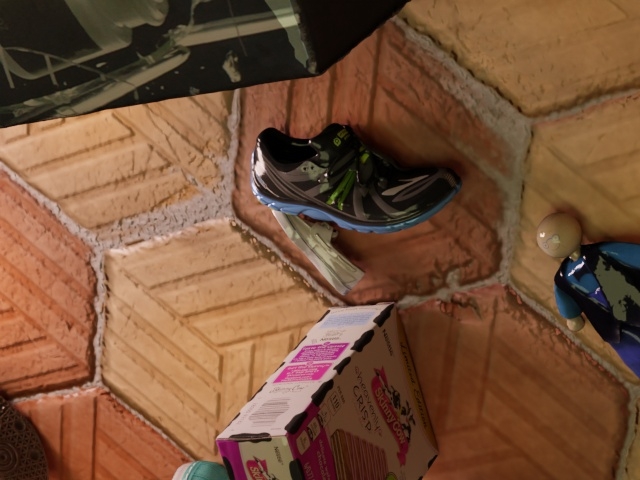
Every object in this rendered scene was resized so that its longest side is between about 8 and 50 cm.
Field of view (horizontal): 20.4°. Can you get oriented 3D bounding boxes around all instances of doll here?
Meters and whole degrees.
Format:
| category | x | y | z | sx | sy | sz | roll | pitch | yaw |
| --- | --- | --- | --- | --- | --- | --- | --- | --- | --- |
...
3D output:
| category | x | y | z | sx | sy | sz | roll | pitch | yaw |
| --- | --- | --- | --- | --- | --- | --- | --- | --- | --- |
| doll | 0.246 | 0.050 | 1.435 | 0.189 | 0.046 | 0.129 | 48 | 134 | 4 |

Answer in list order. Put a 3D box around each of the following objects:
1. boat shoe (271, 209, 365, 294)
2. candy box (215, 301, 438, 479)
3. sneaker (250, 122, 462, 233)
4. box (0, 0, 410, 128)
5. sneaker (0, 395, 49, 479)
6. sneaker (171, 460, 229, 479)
| category | x | y | z | sx | sy | sz | roll | pitch | yaw |
| --- | --- | --- | --- | --- | --- | --- | --- | --- | --- |
| boat shoe | 0.000 | 0.000 | 1.539 | 0.035 | 0.035 | 0.100 | -41 | 89 | 7 |
| candy box | 0.013 | 0.174 | 1.494 | 0.071 | 0.233 | 0.159 | -6 | 113 | 27 |
| sneaker | 0.024 | -0.056 | 1.474 | 0.188 | 0.067 | 0.078 | 10 | 125 | 24 |
| box | -0.215 | -0.349 | 1.309 | 0.472 | 0.297 | 0.480 | -8 | 111 | 26 |
| sneaker | -0.344 | 0.187 | 1.785 | 0.188 | 0.066 | 0.071 | 55 | 141 | -2 |
| sneaker | -0.030 | 0.323 | 1.674 | 0.121 | 0.108 | 0.302 | -16 | 115 | 30 |
